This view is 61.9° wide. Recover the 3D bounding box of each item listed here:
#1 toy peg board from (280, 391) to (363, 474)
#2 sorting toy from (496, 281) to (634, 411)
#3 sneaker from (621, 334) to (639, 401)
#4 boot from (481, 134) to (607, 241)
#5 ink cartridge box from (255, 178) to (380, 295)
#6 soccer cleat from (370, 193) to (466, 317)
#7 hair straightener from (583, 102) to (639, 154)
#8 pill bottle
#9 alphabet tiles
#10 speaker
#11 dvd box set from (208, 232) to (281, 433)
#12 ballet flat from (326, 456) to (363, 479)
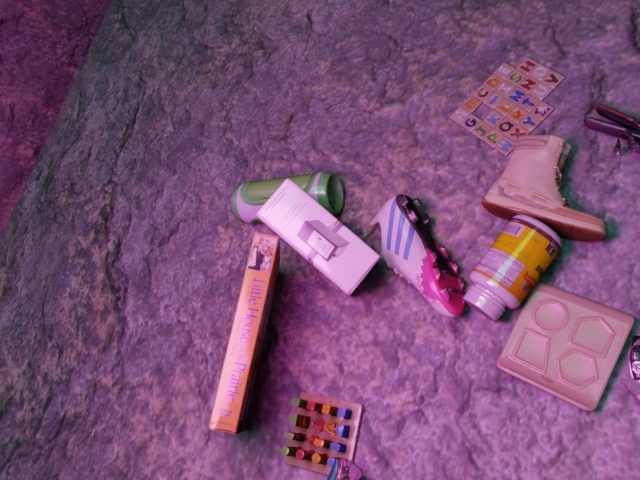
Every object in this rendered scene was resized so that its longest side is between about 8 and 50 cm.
[{"bbox_3d":[-0.005,0.429,1.187,0.161,0.079,0.161,3,70,30],"label":"toy peg board"},{"bbox_3d":[0.481,0.204,1.055,0.193,0.038,0.208,23,76,34],"label":"sorting toy"},{"bbox_3d":[0.632,0.197,0.944,0.228,0.086,0.132,-45,52,5],"label":"sneaker"},{"bbox_3d":[0.509,-0.120,1.151,0.262,0.095,0.203,23,79,39],"label":"boot"},{"bbox_3d":[0.000,0.000,1.246,0.273,0.198,0.114,41,88,7],"label":"ink cartridge box"},{"bbox_3d":[0.219,0.048,1.236,0.143,0.116,0.331,-42,54,33],"label":"soccer cleat"},{"bbox_3d":[0.668,-0.210,1.140,0.230,0.047,0.089,41,91,31],"label":"hair straightener"},{"bbox_3d":[0.395,0.060,1.113,0.117,0.117,0.215,36,88,35],"label":"pill bottle"},{"bbox_3d":[0.473,-0.343,1.322,0.237,0.009,0.198,-45,54,4],"label":"alphabet tiles"},{"bbox_3d":[-0.092,-0.113,1.454,0.297,0.131,0.131,-4,66,27],"label":"speaker"},{"bbox_3d":[-0.165,0.225,1.243,0.062,0.307,0.420,11,70,-1],"label":"dvd box set"},{"bbox_3d":[0.020,0.557,1.114,0.079,0.077,0.221,28,99,-2],"label":"ballet flat"}]
